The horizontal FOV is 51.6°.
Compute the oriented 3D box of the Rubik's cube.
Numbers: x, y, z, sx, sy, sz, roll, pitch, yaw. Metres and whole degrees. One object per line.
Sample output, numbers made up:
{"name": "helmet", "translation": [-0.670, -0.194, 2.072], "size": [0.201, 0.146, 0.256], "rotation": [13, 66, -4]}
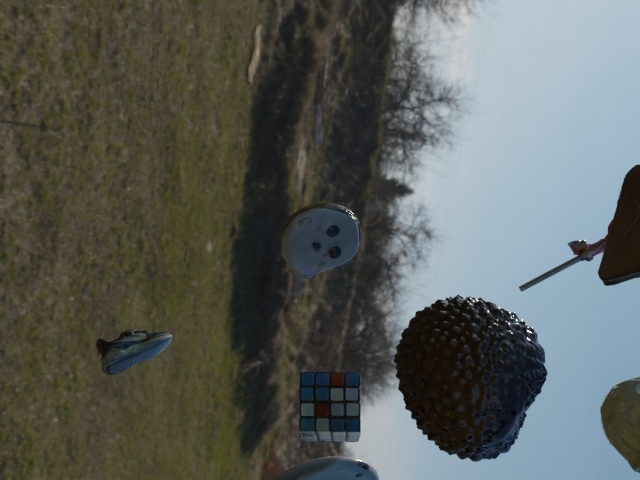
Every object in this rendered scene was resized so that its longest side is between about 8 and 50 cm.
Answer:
{"name": "Rubik's cube", "translation": [0.025, 0.426, 1.689], "size": [0.155, 0.154, 0.151], "rotation": [86, 4, -63]}

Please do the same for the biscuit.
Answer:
{"name": "biscuit", "translation": [0.000, 0.000, 1.617], "size": [0.049, 0.208, 0.181], "rotation": [-107, 177, -65]}

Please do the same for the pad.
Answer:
{"name": "pad", "translation": [0.580, -0.070, 1.040], "size": [0.284, 0.018, 0.287], "rotation": [-31, -156, 55]}

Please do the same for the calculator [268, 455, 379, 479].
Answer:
{"name": "calculator", "translation": [-0.025, 0.455, 1.149], "size": [0.299, 0.185, 0.041], "rotation": [-43, -146, 28]}

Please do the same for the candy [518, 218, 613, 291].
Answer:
{"name": "candy", "translation": [0.648, 0.034, 1.599], "size": [0.124, 0.365, 0.124], "rotation": [55, 13, -20]}

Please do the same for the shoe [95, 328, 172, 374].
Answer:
{"name": "shoe", "translation": [-0.549, 0.302, 1.934], "size": [0.227, 0.112, 0.099], "rotation": [-24, 150, -40]}

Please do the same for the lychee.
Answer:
{"name": "lychee", "translation": [0.250, 0.229, 1.147], "size": [0.267, 0.267, 0.268], "rotation": [7, 90, -90]}

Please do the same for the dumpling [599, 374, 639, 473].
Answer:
{"name": "dumpling", "translation": [0.635, 0.327, 1.285], "size": [0.258, 0.146, 0.193], "rotation": [-47, 156, -63]}
